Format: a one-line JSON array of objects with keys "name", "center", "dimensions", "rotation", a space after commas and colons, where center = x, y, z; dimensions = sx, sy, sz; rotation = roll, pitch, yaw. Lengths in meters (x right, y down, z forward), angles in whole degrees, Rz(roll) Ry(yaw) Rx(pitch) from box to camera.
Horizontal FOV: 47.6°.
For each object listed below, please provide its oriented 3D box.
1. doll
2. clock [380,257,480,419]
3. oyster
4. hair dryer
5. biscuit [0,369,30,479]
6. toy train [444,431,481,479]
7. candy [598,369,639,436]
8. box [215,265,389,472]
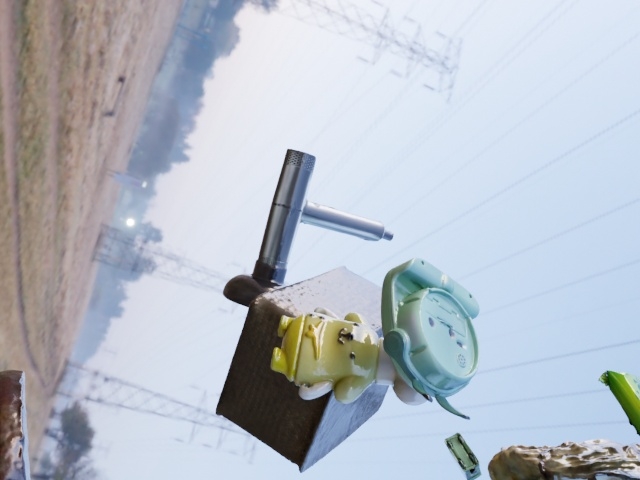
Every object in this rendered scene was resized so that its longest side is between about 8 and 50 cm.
[{"name": "doll", "center": [0.037, 0.108, 0.684], "dimensions": [0.106, 0.162, 0.062], "rotation": [-80, 178, -45]}, {"name": "clock", "center": [0.098, 0.089, 0.626], "dimensions": [0.041, 0.101, 0.135], "rotation": [-31, -140, 37]}, {"name": "oyster", "center": [0.387, 0.332, 0.917], "dimensions": [0.115, 0.351, 0.238], "rotation": [-72, 171, -51]}, {"name": "hair dryer", "center": [0.000, 0.017, 1.436], "dimensions": [0.321, 0.283, 0.155], "rotation": [-66, -170, 0]}, {"name": "biscuit", "center": [-0.626, 0.462, 1.444], "dimensions": [0.407, 0.091, 0.408], "rotation": [178, -90, -69]}, {"name": "toy train", "center": [0.280, 0.427, 1.427], "dimensions": [0.093, 0.038, 0.056], "rotation": [56, -10, 52]}, {"name": "candy", "center": [0.384, 0.221, 0.802], "dimensions": [0.032, 0.102, 0.178], "rotation": [-44, -127, 25]}, {"name": "box", "center": [0.006, 0.160, 0.977], "dimensions": [0.273, 0.143, 0.184], "rotation": [-15, 127, -62]}]
